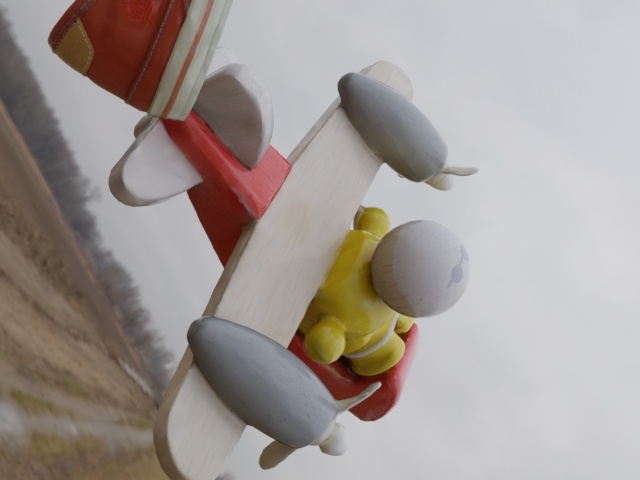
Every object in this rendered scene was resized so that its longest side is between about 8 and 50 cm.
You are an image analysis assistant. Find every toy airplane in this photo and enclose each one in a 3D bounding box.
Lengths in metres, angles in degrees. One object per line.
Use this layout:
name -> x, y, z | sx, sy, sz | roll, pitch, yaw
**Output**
toy airplane -> 0.000, 0.000, 0.786 | 0.272, 0.384, 0.386 | 2, -90, 31

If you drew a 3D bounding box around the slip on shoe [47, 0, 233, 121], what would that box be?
slip on shoe -> -0.082, -0.242, 0.536 | 0.123, 0.101, 0.331 | 175, -68, -73
